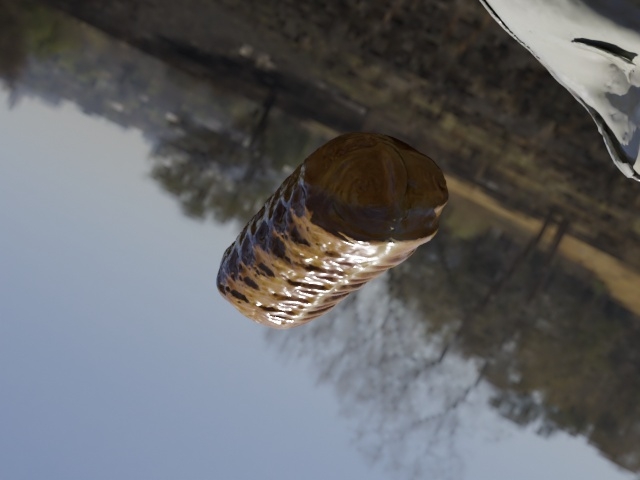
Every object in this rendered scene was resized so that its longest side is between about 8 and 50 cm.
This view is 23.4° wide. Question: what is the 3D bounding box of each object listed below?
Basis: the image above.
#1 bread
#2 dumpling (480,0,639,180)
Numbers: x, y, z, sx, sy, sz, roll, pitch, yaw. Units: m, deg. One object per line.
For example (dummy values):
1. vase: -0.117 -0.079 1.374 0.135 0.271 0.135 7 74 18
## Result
1. bread: 0.000 0.000 0.586 0.052 0.044 0.157 15 160 -14
2. dumpling: 0.172 -0.223 0.855 0.181 0.341 0.260 15 160 -14
